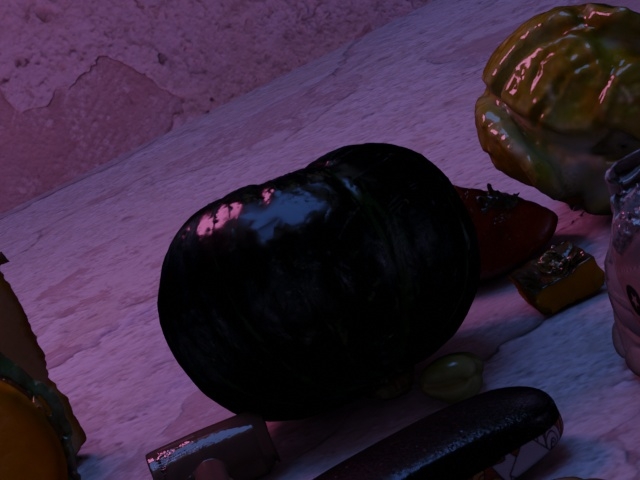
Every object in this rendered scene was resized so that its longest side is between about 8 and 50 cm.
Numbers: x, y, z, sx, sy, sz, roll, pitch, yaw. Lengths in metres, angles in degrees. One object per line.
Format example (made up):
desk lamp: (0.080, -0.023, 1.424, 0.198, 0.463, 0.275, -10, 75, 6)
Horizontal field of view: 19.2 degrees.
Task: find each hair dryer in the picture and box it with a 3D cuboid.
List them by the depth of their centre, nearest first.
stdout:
hair dryer: (-0.088, 0.222, 1.678, 0.117, 0.064, 0.182, -22, 21, -2)

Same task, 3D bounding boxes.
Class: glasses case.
glasses case: (0.070, 0.191, 1.494, 0.266, 0.067, 0.103, -26, 15, -13)

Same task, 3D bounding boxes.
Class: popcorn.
popcorn: (0.310, -0.141, 2.068, 0.225, 0.276, 0.276, -59, 12, 7)

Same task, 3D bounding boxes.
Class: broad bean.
broad bean: (0.120, 0.123, 1.724, 0.063, 0.045, 0.083, -27, 6, -3)

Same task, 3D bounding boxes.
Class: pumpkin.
pumpkin: (0.007, 0.050, 1.786, 0.315, 0.238, 0.315, -25, -13, -6)
pumpkin: (0.230, 0.034, 1.855, 0.074, 0.054, 0.083, -29, 19, -6)

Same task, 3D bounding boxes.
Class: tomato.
tomato: (0.152, 0.004, 2.026, 0.189, 0.099, 0.173, 13, -16, -19)

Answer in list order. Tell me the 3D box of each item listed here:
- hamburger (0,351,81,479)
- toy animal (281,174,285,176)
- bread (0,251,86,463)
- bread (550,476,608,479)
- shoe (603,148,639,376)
hamburger: (-0.344, 0.212, 1.768, 0.246, 0.246, 0.170, -24, 12, -3)
toy animal: (0.000, 0.000, 2.151, 0.197, 0.171, 0.171, -21, 14, 2)
bread: (-0.441, 0.164, 2.011, 0.279, 0.279, 0.207, -7, 23, 45)
bread: (0.112, 0.227, 1.259, 0.225, 0.081, 0.134, -35, 17, -37)
shoe: (0.310, 0.007, 1.519, 0.171, 0.198, 0.351, -22, 15, 0)
